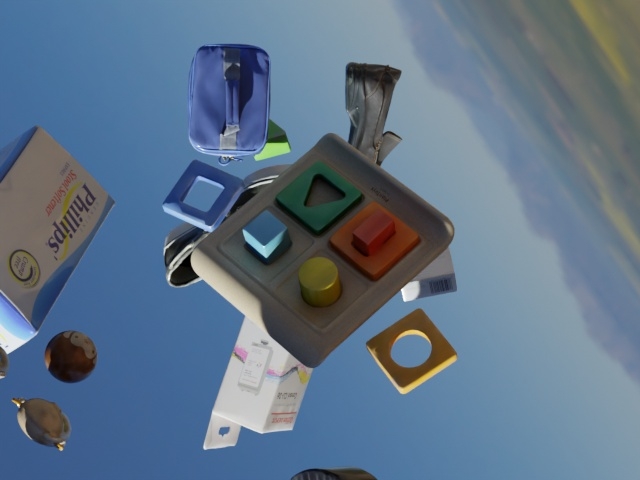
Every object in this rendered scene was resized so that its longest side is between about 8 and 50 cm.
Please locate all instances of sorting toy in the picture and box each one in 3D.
[{"bbox_3d":[0.000,0.000,1.493,0.348,0.196,0.047,38,163,28],"label":"sorting toy"}]

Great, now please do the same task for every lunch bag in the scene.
[{"bbox_3d":[-0.074,-0.109,1.276,0.065,0.067,0.098,131,140,-88],"label":"lunch bag"}]

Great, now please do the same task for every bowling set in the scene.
[{"bbox_3d":[-0.317,0.148,1.545,0.287,0.200,0.154,40,172,5],"label":"bowling set"}]

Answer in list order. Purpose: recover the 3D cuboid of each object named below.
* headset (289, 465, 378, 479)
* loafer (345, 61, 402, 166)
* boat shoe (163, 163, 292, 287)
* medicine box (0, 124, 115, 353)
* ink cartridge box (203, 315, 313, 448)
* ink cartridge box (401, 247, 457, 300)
[{"bbox_3d":[0.030,0.396,1.595,0.185,0.243,0.394,0,-152,-32],"label":"headset"},{"bbox_3d":[0.058,-0.107,1.710,0.062,0.061,0.170,-90,-1,-74],"label":"loafer"},{"bbox_3d":[-0.096,-0.011,1.883,0.078,0.219,0.070,40,-150,-32],"label":"boat shoe"},{"bbox_3d":[-0.433,0.037,1.946,0.149,0.289,0.263,46,-144,-19],"label":"medicine box"},{"bbox_3d":[-0.057,0.149,1.776,0.067,0.198,0.115,20,-178,18],"label":"ink cartridge box"},{"bbox_3d":[0.119,0.021,1.826,0.115,0.063,0.029,-95,-7,-56],"label":"ink cartridge box"}]
